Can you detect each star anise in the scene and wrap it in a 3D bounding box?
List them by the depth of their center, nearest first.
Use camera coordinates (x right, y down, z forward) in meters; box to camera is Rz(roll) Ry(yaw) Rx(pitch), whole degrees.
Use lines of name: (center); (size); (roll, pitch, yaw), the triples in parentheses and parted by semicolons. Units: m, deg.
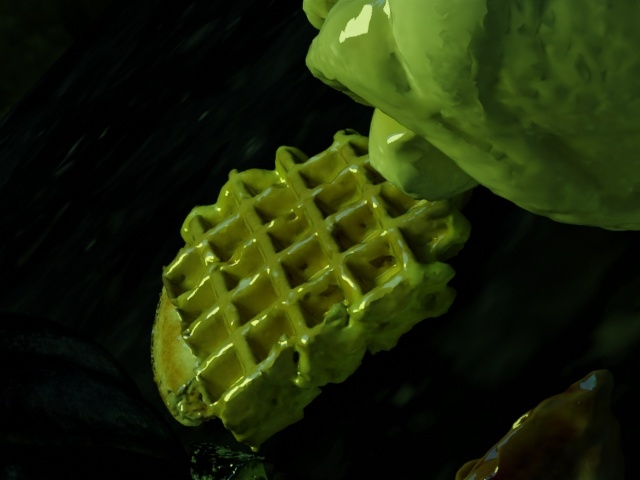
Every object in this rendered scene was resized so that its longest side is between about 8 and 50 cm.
star anise: (0.055, 0.147, 0.756); (0.196, 0.111, 0.212); (-7, 34, 53)

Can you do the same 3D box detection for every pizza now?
pizza: (-0.035, 0.040, 1.240); (0.199, 0.062, 0.188); (-28, 37, 26)

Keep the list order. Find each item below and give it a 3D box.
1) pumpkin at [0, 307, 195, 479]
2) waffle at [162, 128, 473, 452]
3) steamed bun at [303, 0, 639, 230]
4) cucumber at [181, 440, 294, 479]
pumpkin: (-0.205, 0.211, 0.829); (0.363, 0.266, 0.363); (-9, 77, 43)
waffle: (0.000, 0.000, 1.144); (0.219, 0.057, 0.229); (-36, 36, 8)
steamed bun: (0.169, -0.146, 0.935); (0.325, 0.230, 0.372); (4, 38, 26)
cucumber: (-0.063, 0.154, 1.083); (0.053, 0.053, 0.181); (-51, 17, -15)
